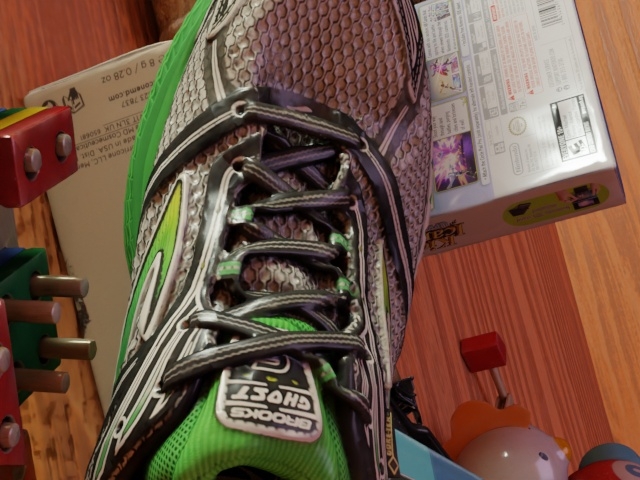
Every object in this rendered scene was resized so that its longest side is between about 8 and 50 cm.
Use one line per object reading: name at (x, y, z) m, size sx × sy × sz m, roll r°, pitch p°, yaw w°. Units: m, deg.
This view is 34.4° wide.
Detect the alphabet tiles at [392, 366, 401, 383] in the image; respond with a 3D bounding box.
alphabet tiles at (0.000, 0.000, 0.793) m, size 0.198 × 0.009 × 0.237 m, roll 14°, pitch 53°, yaw -69°

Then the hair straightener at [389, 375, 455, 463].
hair straightener at (0.058, 0.147, 0.863) m, size 0.230 × 0.047 × 0.089 m, roll 51°, pitch 21°, yaw -39°

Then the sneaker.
sneaker at (-0.012, 0.036, 0.384) m, size 0.146 × 0.134 × 0.344 m, roll 145°, pitch -46°, yaw -72°

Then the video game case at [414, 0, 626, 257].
video game case at (0.131, -0.120, 0.957) m, size 0.061 × 0.244 × 0.270 m, roll 54°, pitch 27°, yaw -49°

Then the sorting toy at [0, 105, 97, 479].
sorting toy at (-0.113, 0.022, 0.320) m, size 0.132 × 0.046 × 0.275 m, roll -60°, pitch 150°, yaw -70°

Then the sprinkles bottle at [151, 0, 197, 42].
sprinkles bottle at (-0.088, -0.293, 0.658) m, size 0.121 × 0.121 × 0.356 m, roll -12°, pitch 86°, yaw -72°

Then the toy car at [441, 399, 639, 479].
toy car at (0.224, 0.247, 1.029) m, size 0.238 × 0.210 × 0.219 m, roll 55°, pitch 12°, yaw -14°

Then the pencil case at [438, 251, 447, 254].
pencil case at (0.129, -0.089, 1.141) m, size 0.273 × 0.113 × 0.124 m, roll -67°, pitch 175°, yaw -63°

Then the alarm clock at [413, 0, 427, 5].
alarm clock at (0.124, -0.260, 1.244) m, size 0.192 × 0.129 × 0.064 m, roll -94°, pitch 160°, yaw -50°

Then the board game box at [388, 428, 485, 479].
board game box at (0.081, 0.311, 0.650) m, size 0.253 × 0.079 × 0.336 m, roll 37°, pitch 40°, yaw -46°

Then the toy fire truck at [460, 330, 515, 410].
toy fire truck at (0.226, 0.219, 1.267) m, size 0.135 × 0.047 × 0.192 m, roll -87°, pitch 155°, yaw -47°

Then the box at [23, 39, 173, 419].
box at (-0.052, 0.047, 0.522) m, size 0.113 × 0.094 × 0.275 m, roll -2°, pitch 77°, yaw -71°
